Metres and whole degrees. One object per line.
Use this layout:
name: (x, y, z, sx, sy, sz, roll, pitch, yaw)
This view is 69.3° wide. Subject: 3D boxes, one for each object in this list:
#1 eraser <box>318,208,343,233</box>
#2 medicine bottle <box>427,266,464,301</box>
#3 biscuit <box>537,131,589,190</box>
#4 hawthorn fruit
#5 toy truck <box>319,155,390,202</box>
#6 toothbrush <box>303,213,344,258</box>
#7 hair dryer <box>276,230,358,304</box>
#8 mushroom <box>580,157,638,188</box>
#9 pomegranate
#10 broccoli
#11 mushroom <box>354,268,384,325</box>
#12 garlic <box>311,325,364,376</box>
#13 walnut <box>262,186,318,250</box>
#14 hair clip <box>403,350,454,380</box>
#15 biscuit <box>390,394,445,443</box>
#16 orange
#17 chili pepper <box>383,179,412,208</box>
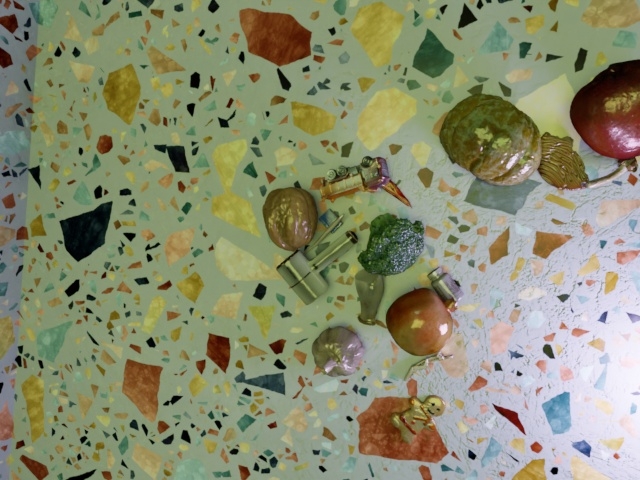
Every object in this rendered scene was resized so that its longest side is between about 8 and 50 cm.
eraser: (0.042, -0.079, 1.888, 0.063, 0.027, 0.084, -43, 83, 15)
medicine bottle: (0.471, 0.172, 1.757, 0.079, 0.079, 0.140, -39, 84, 16)
biscuit: (0.860, -0.272, 1.630, 0.229, 0.031, 0.176, 30, 103, 12)
hawthorn fruit: (0.954, -0.412, 1.478, 0.295, 0.295, 0.311, 4, 119, 16)
toy truck: (0.130, -0.231, 1.792, 0.270, 0.114, 0.135, -16, 86, 26)
toothbrush: (0.000, 0.000, 1.889, 0.029, 0.025, 0.307, 44, 114, 1)
hair dryer: (0.017, 0.077, 1.845, 0.362, 0.128, 0.203, -39, 94, 13)
mushroom: (0.985, -0.224, 1.574, 0.187, 0.061, 0.060, -30, 97, 9)
pomegranate: (0.380, 0.290, 1.705, 0.270, 0.252, 0.229, -36, 89, 11)
broccoli: (0.260, 0.014, 1.747, 0.241, 0.261, 0.269, 68, 149, 25)
mushroom: (0.200, 0.225, 1.842, 0.116, 0.093, 0.225, -1, 104, 28)
garlic: (0.058, 0.460, 1.836, 0.219, 0.212, 0.218, 4, 102, 18)
walnut: (-0.116, -0.085, 1.842, 0.224, 0.257, 0.257, 4, 97, 48)
hair clip: (0.409, 0.481, 1.825, 0.226, 0.034, 0.072, -35, 81, 18)
biscuit: (0.395, 0.701, 1.851, 0.234, 0.030, 0.153, -38, 86, 16)
orange: (0.597, -0.353, 1.613, 0.369, 0.210, 0.271, 39, 106, 12)
chili pepper: (0.295, -0.188, 1.805, 0.178, 0.027, 0.045, 42, 109, 9)
